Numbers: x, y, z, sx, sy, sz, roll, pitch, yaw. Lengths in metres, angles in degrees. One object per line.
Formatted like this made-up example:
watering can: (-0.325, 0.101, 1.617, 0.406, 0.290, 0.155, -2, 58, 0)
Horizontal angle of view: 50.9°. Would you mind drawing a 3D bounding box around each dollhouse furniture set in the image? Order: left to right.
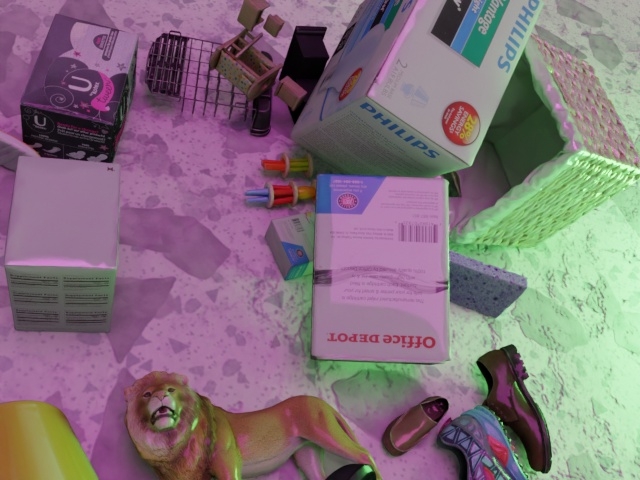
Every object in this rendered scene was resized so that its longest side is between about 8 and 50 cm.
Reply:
dollhouse furniture set: (-0.107, -0.355, 1.324, 0.182, 0.161, 0.101, 40, 50, 4)

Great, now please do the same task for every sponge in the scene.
sponge: (0.273, 0.078, 1.286, 0.210, 0.117, 0.031, 20, 51, -6)

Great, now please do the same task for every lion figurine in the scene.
lion figurine: (-0.091, 0.303, 1.012, 0.392, 0.142, 0.240, 4, 47, -34)

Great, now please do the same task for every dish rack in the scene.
dish rack: (-0.229, -0.338, 1.418, 0.271, 0.074, 0.208, 8, 54, -13)

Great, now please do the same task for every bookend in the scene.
bookend: (-0.020, -0.347, 1.442, 0.072, 0.157, 0.156, -6, 59, -23)

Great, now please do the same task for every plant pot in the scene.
plant pot: (-0.368, 0.337, 0.814, 0.254, 0.254, 0.239, -10, 47, -25)

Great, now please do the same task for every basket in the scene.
basket: (0.408, -0.189, 1.369, 0.266, 0.331, 0.328, 10, 53, -35)

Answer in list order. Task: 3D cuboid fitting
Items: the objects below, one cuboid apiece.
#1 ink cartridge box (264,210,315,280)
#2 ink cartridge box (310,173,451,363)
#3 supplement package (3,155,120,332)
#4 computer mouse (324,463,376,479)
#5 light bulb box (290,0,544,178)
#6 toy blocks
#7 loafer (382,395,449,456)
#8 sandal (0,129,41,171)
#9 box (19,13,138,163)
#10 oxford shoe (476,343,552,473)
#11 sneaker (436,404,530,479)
ink cartridge box: (0.000, 0.000, 1.274, 0.181, 0.061, 0.104, -13, 63, -26)
ink cartridge box: (0.098, 0.054, 1.147, 0.223, 0.129, 0.308, 2, 77, -2)
supplement package: (-0.392, 0.011, 1.037, 0.149, 0.203, 0.194, 3, 56, -18)
computer mouse: (0.002, 0.407, 0.904, 0.060, 0.262, 0.184, 28, 53, 31)
light bulb box: (0.164, -0.311, 1.265, 0.225, 0.361, 0.358, 31, 76, -18)
toy blocks: (-0.083, -0.121, 1.331, 0.148, 0.054, 0.123, -4, 60, -22)
loafer: (0.163, 0.305, 1.135, 0.148, 0.050, 0.056, -34, 73, -34)
sandal: (-0.601, -0.205, 1.181, 0.265, 0.102, 0.076, 29, 51, -10)
box: (-0.440, -0.276, 1.251, 0.163, 0.142, 0.247, 11, 55, -12)
oxford shoe: (0.338, 0.305, 1.193, 0.096, 0.083, 0.227, -15, 62, -6)
sneaker: (0.274, 0.410, 1.093, 0.125, 0.104, 0.262, -19, 60, -10)
